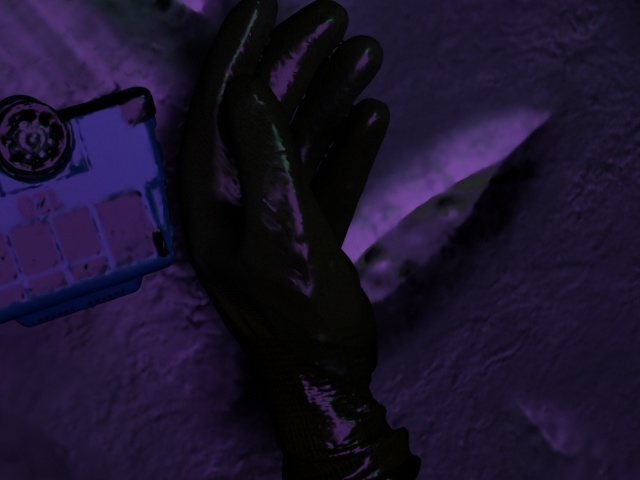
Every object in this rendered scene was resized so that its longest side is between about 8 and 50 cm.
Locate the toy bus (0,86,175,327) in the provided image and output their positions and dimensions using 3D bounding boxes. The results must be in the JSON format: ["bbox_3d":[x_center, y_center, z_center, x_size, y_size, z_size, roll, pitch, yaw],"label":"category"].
[{"bbox_3d":[-0.161,-0.008,0.527,0.185,0.090,0.106,-18,102,-14],"label":"toy bus"}]

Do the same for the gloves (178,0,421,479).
[{"bbox_3d":[-0.013,0.006,0.564,0.107,0.135,0.268,-6,86,7],"label":"gloves"}]
